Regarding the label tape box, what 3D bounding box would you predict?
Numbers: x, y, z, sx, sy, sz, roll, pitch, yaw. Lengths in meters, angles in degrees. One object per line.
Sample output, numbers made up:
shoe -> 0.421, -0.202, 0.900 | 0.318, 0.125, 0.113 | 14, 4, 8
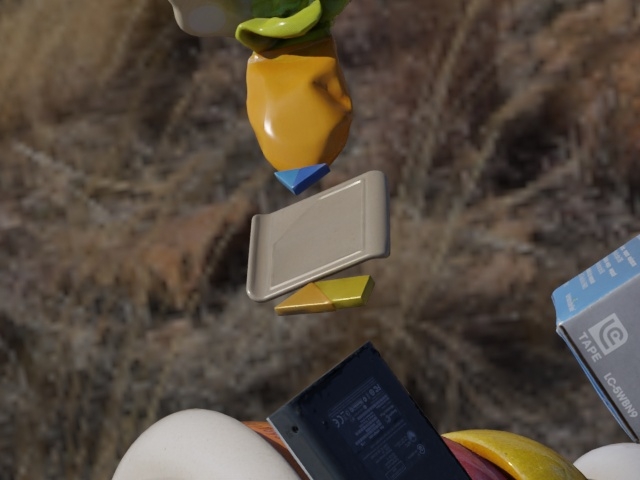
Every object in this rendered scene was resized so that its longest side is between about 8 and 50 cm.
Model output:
label tape box -> 0.329, -0.004, 1.393 | 0.334, 0.106, 0.240 | -34, 0, 8

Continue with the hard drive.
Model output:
hard drive -> 0.040, 0.130, 1.082 | 0.022, 0.135, 0.094 | -38, -3, 37

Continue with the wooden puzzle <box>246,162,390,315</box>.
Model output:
wooden puzzle -> 0.000, 0.000, 0.956 | 0.078, 0.014, 0.116 | -14, 37, 21

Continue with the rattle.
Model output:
rattle -> -0.026, -0.154, 1.022 | 0.130, 0.199, 0.143 | 14, 49, -2

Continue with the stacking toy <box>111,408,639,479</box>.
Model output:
stacking toy -> 0.108, 0.252, 1.452 | 0.480, 0.350, 0.350 | -12, 17, -31
